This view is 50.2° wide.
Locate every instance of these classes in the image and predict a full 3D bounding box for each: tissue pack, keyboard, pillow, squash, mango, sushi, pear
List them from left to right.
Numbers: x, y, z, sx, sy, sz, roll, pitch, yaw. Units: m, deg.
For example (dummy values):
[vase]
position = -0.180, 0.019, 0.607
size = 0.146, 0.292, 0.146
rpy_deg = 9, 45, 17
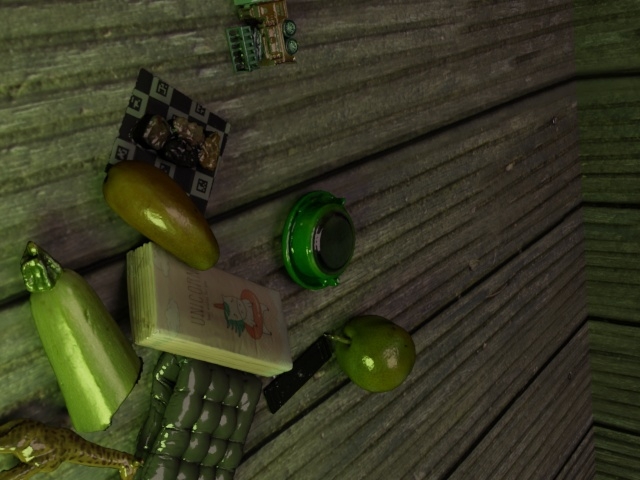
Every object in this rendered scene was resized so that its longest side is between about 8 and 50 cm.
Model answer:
[squash]
position = -0.350, 0.123, 1.005
size = 0.137, 0.137, 0.287
rpy_deg = -29, 108, -44
[mango]
position = -0.242, -0.036, 1.077
size = 0.099, 0.136, 0.227
rpy_deg = -48, 114, -12
[sushi]
position = -0.234, -0.156, 1.152
size = 0.215, 0.051, 0.192
rpy_deg = 28, 72, -47
[pillow]
position = -0.229, 0.358, 1.179
size = 0.228, 0.101, 0.326
rpy_deg = 38, 67, -48
[tissue pack]
position = -0.183, 0.127, 1.180
size = 0.325, 0.071, 0.170
rpy_deg = 28, 43, -48
[keyboard]
position = -0.045, 0.281, 1.447
size = 0.204, 0.013, 0.061
rpy_deg = -38, 121, -40
[pear]
position = 0.104, 0.240, 1.501
size = 0.216, 0.180, 0.166
rpy_deg = 28, 105, -32

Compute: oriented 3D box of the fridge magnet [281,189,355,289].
[fridge magnet]
position = 0.000, 0.000, 1.413
size = 0.208, 0.088, 0.208
rpy_deg = -7, 99, -49

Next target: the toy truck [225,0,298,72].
[toy truck]
position = -0.114, -0.405, 1.250
size = 0.115, 0.080, 0.177
rpy_deg = -24, 114, -36

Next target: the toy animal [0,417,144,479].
[toy animal]
position = -0.390, 0.321, 0.987
size = 0.276, 0.054, 0.149
rpy_deg = -7, 90, -40
